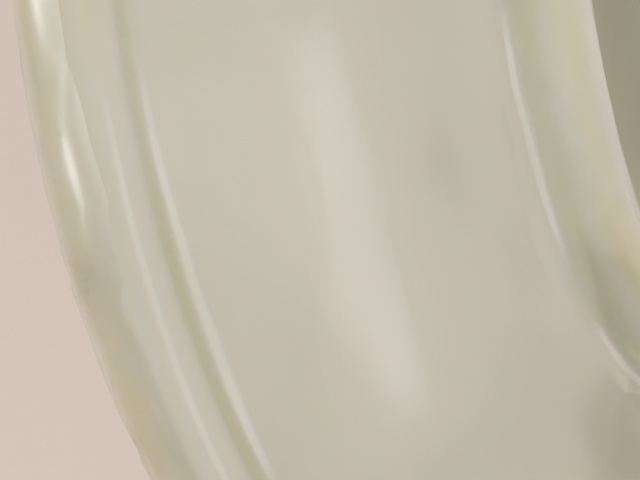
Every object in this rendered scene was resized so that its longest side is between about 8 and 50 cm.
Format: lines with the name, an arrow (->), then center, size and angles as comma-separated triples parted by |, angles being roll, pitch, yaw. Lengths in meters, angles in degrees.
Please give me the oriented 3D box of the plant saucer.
plant saucer -> 0.064, -0.062, 0.528 | 0.400, 0.100, 0.400 | 26, -120, -60
